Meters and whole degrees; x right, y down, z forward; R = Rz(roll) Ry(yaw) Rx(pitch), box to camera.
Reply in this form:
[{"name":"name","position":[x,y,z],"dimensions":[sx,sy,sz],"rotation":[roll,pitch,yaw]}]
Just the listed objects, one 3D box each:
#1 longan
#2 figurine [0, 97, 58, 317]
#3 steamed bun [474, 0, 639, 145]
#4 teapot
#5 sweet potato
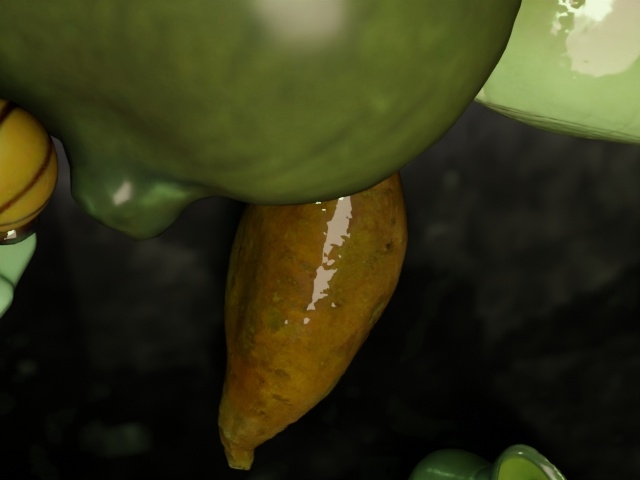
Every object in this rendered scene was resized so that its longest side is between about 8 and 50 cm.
[{"name":"longan","position":[-0.051,-0.145,0.473],"dimensions":[0.300,0.300,0.243],"rotation":[-46,153,13]},{"name":"figurine","position":[-0.202,-0.025,0.447],"dimensions":[0.176,0.133,0.236],"rotation":[28,145,1]},{"name":"steamed bun","position":[0.174,-0.134,0.591],"dimensions":[0.239,0.152,0.170],"rotation":[7,115,-19]},{"name":"teapot","position":[0.140,0.218,0.787],"dimensions":[0.166,0.130,0.119],"rotation":[-1,155,-46]},{"name":"sweet potato","position":[-0.001,0.005,0.653],"dimensions":[0.112,0.112,0.359],"rotation":[12,111,-18]}]
